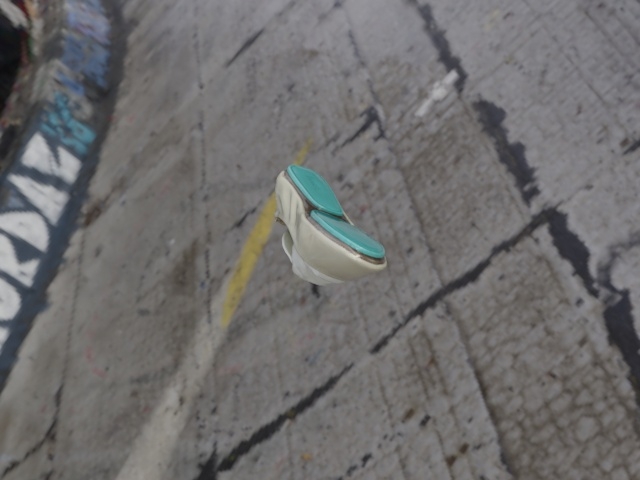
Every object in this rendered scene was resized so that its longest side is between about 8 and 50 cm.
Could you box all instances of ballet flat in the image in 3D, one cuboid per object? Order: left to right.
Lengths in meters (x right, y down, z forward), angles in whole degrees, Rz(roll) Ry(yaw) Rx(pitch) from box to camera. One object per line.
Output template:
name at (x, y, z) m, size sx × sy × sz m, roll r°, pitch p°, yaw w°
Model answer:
ballet flat at (0.000, 0.000, 0.984) m, size 0.086 × 0.086 × 0.248 m, roll -47°, pitch 24°, yaw 8°
